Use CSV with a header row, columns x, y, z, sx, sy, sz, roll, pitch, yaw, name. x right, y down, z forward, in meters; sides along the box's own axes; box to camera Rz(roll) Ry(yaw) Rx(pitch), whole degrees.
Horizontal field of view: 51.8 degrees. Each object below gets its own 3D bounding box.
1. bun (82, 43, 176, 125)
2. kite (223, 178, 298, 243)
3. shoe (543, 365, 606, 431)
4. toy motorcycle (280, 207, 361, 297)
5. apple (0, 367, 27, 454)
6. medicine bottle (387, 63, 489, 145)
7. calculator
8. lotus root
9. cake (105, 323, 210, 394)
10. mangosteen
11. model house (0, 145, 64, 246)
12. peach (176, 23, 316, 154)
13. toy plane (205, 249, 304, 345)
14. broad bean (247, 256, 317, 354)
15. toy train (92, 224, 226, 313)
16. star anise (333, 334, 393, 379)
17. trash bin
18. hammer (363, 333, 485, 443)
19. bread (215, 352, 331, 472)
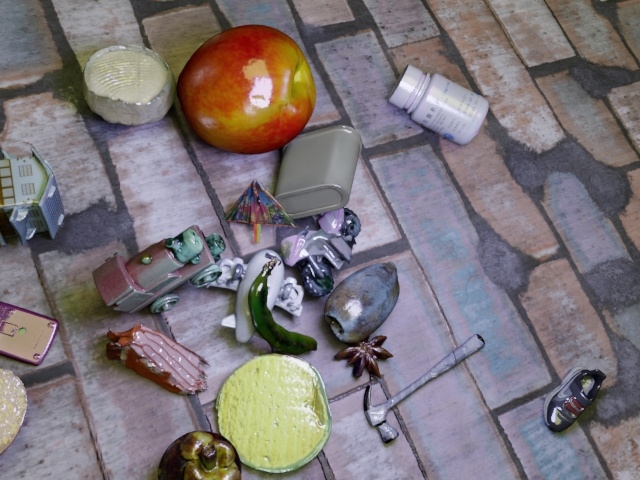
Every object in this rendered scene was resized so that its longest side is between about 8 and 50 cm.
x,y,z,sx,sy,sz,roll,pitch,yaw,name
-0.536,-0.427,1.865,0.259,0.152,0.259,5,55,-8,bun
-0.167,-0.076,1.803,0.241,0.183,0.014,10,20,22,kite
0.723,0.441,1.866,0.099,0.112,0.227,44,62,4,shoe
0.000,0.000,1.829,0.188,0.143,0.327,38,49,-12,toy motorcycle
-0.815,0.376,1.449,0.293,0.163,0.251,41,53,-10,apple
0.375,-0.438,2.106,0.293,0.170,0.170,28,64,-3,medicine bottle
-0.749,0.221,1.604,0.190,0.034,0.126,19,63,-8,calculator
0.137,0.147,1.793,0.322,0.140,0.158,-41,100,-39,lotus root
-0.398,0.292,1.631,0.287,0.135,0.098,27,49,-13,cake
-0.270,0.524,1.505,0.192,0.217,0.192,8,60,-14,mangosteen
-0.760,-0.105,1.630,0.215,0.224,0.198,-11,71,-18,model house
-0.213,-0.415,1.841,0.388,0.388,0.388,6,67,-13,peach
-0.170,0.145,1.740,0.267,0.122,0.266,6,67,-15,toy plane
-0.103,0.196,1.670,0.144,0.049,0.292,-36,114,-29,broad bean
-0.388,0.068,1.628,0.304,0.221,0.150,-32,72,9,toy train
0.117,0.299,1.791,0.168,0.057,0.167,6,68,-14,star anise
-0.013,-0.192,1.849,0.243,0.121,0.247,-10,44,25,trash bin
0.300,0.385,1.817,0.427,0.044,0.152,-26,76,-24,hammer
-0.117,0.435,1.665,0.301,0.045,0.301,2,71,-6,bread
